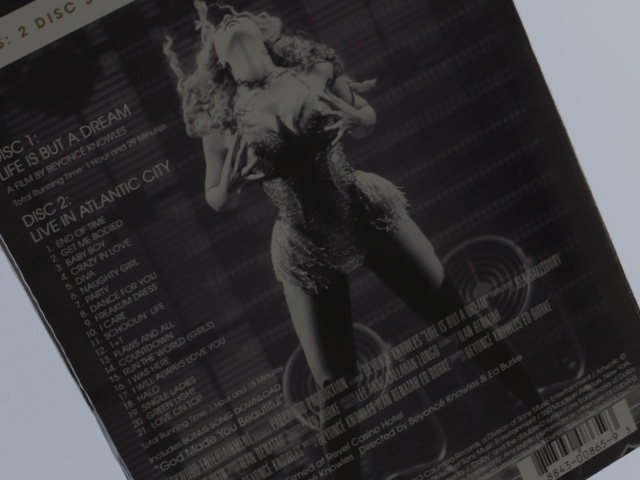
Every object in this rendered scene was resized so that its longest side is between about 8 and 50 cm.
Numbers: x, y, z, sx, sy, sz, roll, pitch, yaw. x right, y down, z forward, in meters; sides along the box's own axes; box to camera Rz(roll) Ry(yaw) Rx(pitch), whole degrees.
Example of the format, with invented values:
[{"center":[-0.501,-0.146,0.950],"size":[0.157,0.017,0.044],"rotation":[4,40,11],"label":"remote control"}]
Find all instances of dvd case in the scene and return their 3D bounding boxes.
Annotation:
[{"center":[0.000,0.000,0.470],"size":[0.164,0.018,0.221],"rotation":[-29,-71,-11],"label":"dvd case"}]
